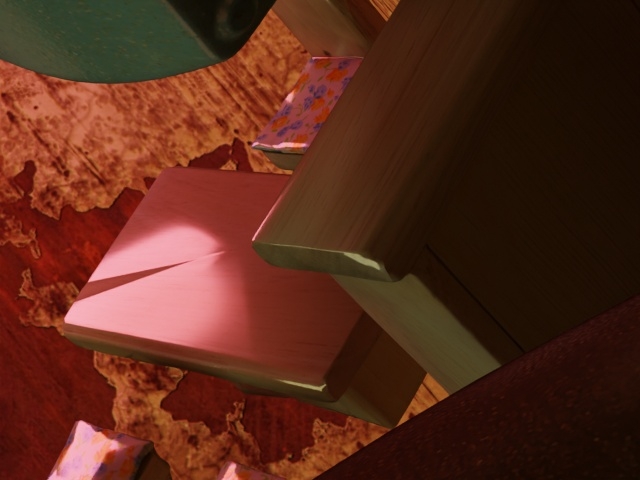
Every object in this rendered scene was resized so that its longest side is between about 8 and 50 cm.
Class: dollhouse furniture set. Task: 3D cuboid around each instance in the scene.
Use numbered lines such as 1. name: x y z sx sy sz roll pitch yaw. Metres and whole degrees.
1. dollhouse furniture set: 0.000 0.000 0.801 0.394 0.362 0.256 7 148 48

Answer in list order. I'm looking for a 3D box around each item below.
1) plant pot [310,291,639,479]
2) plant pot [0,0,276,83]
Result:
1. plant pot: 0.119 0.080 0.363 0.215 0.230 0.215 49 -179 -1
2. plant pot: -0.114 -0.210 0.769 0.252 0.248 0.247 31 172 31
